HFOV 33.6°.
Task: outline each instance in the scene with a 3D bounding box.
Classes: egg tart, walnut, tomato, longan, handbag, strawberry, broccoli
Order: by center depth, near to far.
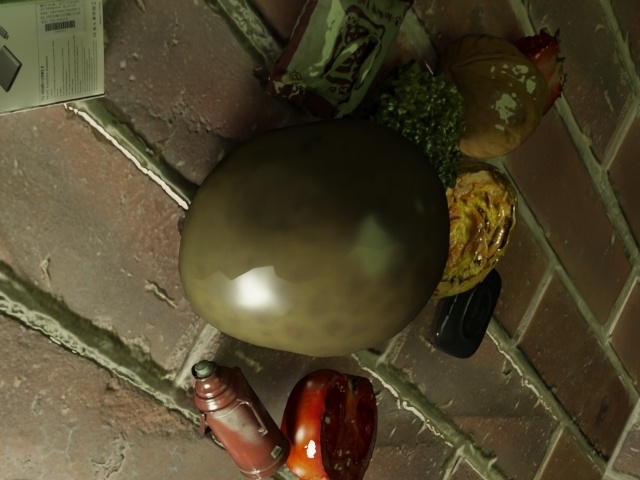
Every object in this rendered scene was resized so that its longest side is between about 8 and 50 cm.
[{"bbox_3d":[0.000,0.000,1.526,0.405,0.336,0.404,-22,156,-10],"label":"longan"},{"bbox_3d":[0.025,-0.299,1.595,0.213,0.127,0.235,17,105,-53],"label":"handbag"},{"bbox_3d":[0.166,-0.177,1.738,0.273,0.180,0.242,-52,166,-42],"label":"broccoli"},{"bbox_3d":[-0.002,0.323,1.825,0.233,0.140,0.200,31,62,-57],"label":"tomato"},{"bbox_3d":[0.292,-0.259,1.897,0.228,0.228,0.227,-26,126,-44],"label":"walnut"},{"bbox_3d":[0.248,-0.021,2.022,0.297,0.132,0.297,-18,123,-30],"label":"egg tart"},{"bbox_3d":[0.397,-0.301,2.099,0.228,0.098,0.174,-55,141,-16],"label":"strawberry"}]

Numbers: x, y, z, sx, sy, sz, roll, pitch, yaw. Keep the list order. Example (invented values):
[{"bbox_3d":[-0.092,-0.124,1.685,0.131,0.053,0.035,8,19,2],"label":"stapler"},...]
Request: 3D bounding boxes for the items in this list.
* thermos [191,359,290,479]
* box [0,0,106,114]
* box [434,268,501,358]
[{"bbox_3d":[-0.131,0.270,1.658,0.099,0.124,0.232,-51,133,-29],"label":"thermos"},{"bbox_3d":[-0.353,-0.213,1.217,0.247,0.033,0.129,-20,122,-47],"label":"box"},{"bbox_3d":[0.313,0.144,2.240,0.201,0.042,0.212,24,87,-56],"label":"box"}]
